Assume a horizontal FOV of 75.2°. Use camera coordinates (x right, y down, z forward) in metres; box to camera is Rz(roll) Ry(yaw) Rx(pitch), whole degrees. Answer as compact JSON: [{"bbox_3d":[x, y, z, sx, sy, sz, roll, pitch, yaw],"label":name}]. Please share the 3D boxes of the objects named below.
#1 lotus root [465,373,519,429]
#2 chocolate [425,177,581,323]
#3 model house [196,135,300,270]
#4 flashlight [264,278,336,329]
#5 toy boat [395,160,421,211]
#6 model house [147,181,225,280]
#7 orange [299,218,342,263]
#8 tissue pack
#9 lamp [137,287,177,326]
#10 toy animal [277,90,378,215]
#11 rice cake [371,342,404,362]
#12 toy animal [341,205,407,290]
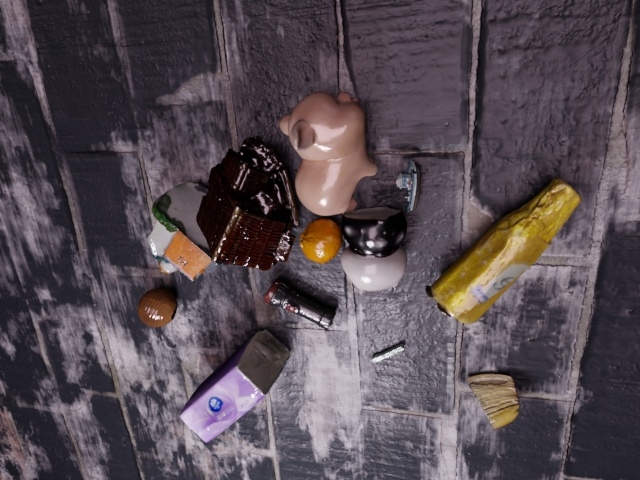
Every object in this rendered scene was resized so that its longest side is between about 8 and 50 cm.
[{"bbox_3d":[0.542,0.492,1.282,0.135,0.095,0.159,-18,64,14],"label":"lotus root"},{"bbox_3d":[0.478,0.026,1.090,0.162,0.162,0.445,37,112,0],"label":"chocolate"},{"bbox_3d":[-0.180,-0.090,1.140,0.297,0.282,0.317,29,108,-2],"label":"model house"},{"bbox_3d":[-0.063,0.211,1.335,0.232,0.093,0.092,28,114,3],"label":"flashlight"},{"bbox_3d":[0.239,-0.149,1.138,0.066,0.059,0.139,2,108,-4],"label":"toy boat"},{"bbox_3d":[-0.425,0.004,1.330,0.271,0.190,0.301,43,129,-7],"label":"model house"},{"bbox_3d":[0.001,-0.001,1.211,0.136,0.118,0.135,-17,66,44],"label":"orange"},{"bbox_3d":[-0.283,0.481,1.405,0.160,0.242,0.338,44,113,-3],"label":"tissue pack"},{"bbox_3d":[-0.568,0.233,1.448,0.137,0.136,0.136,5,110,13],"label":"lamp"},{"bbox_3d":[0.018,-0.228,1.100,0.270,0.237,0.326,15,112,-22],"label":"toy animal"},{"bbox_3d":[0.218,0.367,1.351,0.121,0.022,0.021,-32,98,23],"label":"rice cake"},{"bbox_3d":[0.150,0.027,1.161,0.187,0.165,0.234,-7,112,-5],"label":"toy animal"}]
